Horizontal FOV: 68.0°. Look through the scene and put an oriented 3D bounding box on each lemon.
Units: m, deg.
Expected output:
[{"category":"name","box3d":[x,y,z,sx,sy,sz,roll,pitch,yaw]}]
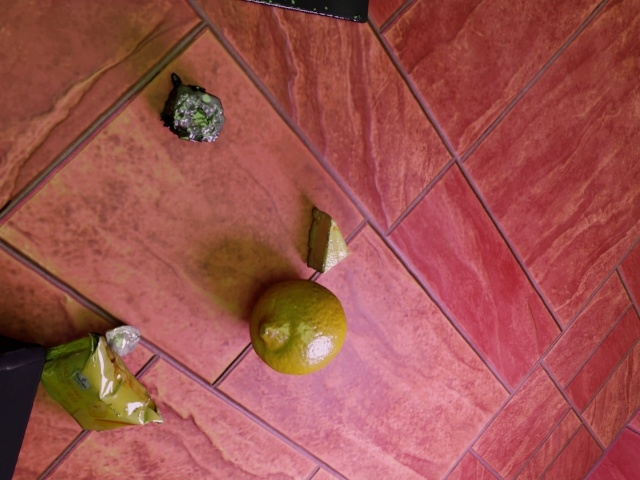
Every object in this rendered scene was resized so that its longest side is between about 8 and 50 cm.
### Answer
[{"category":"lemon","box3d":[-0.041,0.168,0.931,0.244,0.187,0.187,19,97,-62]}]

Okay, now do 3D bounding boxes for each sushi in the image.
[{"category":"sushi","box3d":[-0.209,-0.215,0.784,0.094,0.084,0.098,11,103,-31]}]

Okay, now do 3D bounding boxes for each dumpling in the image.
[{"category":"dumpling","box3d":[-0.351,0.180,0.846,0.057,0.052,0.076,-13,108,-10]}]

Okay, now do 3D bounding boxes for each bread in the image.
[{"category":"bread","box3d":[0.000,0.000,0.954,0.080,0.084,0.109,-34,118,-16]}]

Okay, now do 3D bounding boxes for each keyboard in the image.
[{"category":"keyboard","box3d":[-0.045,-0.458,0.832,0.309,0.018,0.101,-3,107,-26]}]

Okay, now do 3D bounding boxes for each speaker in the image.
[{"category":"speaker","box3d":[-0.549,0.286,0.678,0.180,0.184,0.388,18,97,-7]}]

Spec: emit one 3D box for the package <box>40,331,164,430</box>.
[{"category":"package","box3d":[-0.380,0.253,0.813,0.168,0.090,0.226,-16,120,20]}]
